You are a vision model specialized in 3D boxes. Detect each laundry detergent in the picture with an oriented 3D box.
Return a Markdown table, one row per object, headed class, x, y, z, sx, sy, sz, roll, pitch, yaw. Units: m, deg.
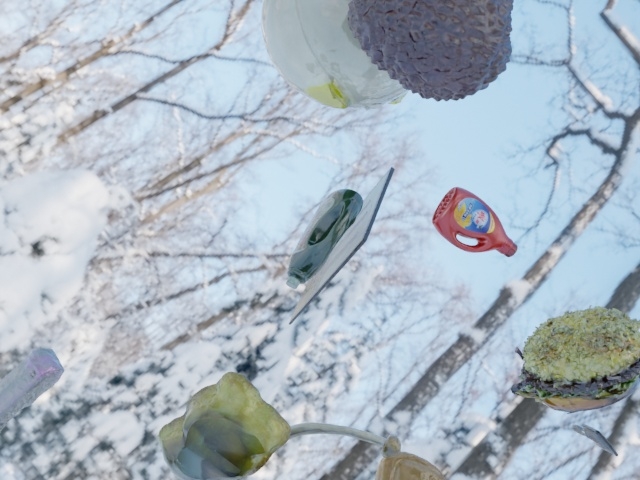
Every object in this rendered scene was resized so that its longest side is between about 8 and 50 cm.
| class | x | y | z | sx | sy | sz | roll | pitch | yaw |
| --- | --- | --- | --- | --- | --- | --- | --- | --- | --- |
| laundry detergent | 0.281 | -0.018 | 1.458 | 0.165 | 0.097 | 0.049 | 35 | -8 | -14 |
| laundry detergent | 0.000 | 0.000 | 1.541 | 0.063 | 0.211 | 0.137 | 41 | -28 | -16 |

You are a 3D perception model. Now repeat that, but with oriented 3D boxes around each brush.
| class | x | y | z | sx | sy | sz | roll | pitch | yaw |
| --- | --- | --- | --- | --- | --- | --- | --- | --- | --- |
| brush | 0.535 | 0.387 | 1.620 | 0.063 | 0.016 | 0.193 | 52 | -2 | 3 |

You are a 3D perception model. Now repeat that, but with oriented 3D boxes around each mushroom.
| class | x | y | z | sx | sy | sz | roll | pitch | yaw |
| --- | --- | --- | --- | --- | --- | --- | --- | --- | --- |
| mushroom | -0.010 | 0.359 | 1.458 | 0.043 | 0.306 | 0.068 | 61 | 28 | -76 |

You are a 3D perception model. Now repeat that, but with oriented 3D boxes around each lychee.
| class | x | y | z | sx | sy | sz | roll | pitch | yaw |
| --- | --- | --- | --- | --- | --- | --- | --- | --- | --- |
| lychee | 0.173 | -0.345 | 1.284 | 0.271 | 0.271 | 0.271 | 40 | -26 | 24 |

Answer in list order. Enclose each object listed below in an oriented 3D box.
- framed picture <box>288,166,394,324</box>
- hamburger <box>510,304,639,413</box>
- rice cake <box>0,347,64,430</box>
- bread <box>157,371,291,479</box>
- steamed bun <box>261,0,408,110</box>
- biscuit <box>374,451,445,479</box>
| class | x | y | z | sx | sy | sz | roll | pitch | yaw |
| --- | --- | --- | --- | --- | --- | --- | --- | --- | --- |
| framed picture | 0.044 | 0.014 | 1.723 | 0.013 | 0.244 | 0.324 | 32 | -47 | -7 |
| hamburger | 0.462 | 0.207 | 1.459 | 0.243 | 0.262 | 0.138 | -10 | -74 | 42 |
| rice cake | -0.641 | 0.352 | 1.509 | 0.070 | 0.399 | 0.064 | 41 | -11 | 29 |
| bread | -0.167 | 0.329 | 1.335 | 0.161 | 0.088 | 0.233 | 42 | -68 | -4 |
| steamed bun | 0.057 | -0.412 | 1.578 | 0.334 | 0.374 | 0.333 | 9 | -75 | 37 |
| biscuit | 0.148 | 0.623 | 1.684 | 0.269 | 0.376 | 0.051 | 20 | -24 | -3 |
